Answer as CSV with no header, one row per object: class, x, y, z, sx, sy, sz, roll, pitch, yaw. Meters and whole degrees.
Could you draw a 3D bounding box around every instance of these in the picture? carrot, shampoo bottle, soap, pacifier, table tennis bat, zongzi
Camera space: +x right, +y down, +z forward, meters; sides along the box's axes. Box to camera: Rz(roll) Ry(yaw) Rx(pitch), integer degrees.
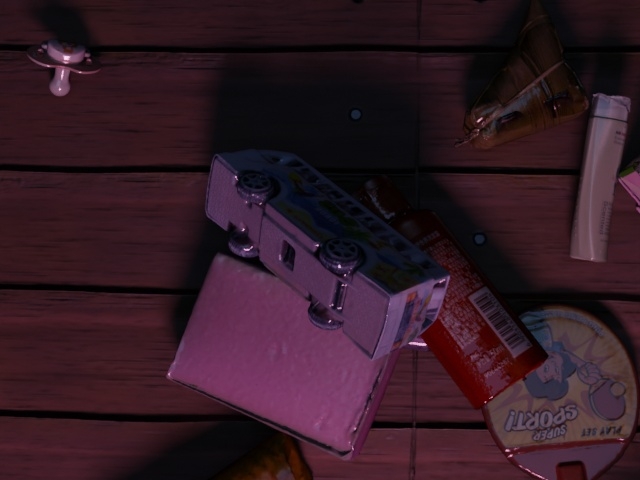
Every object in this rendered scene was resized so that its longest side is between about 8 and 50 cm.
carrot,-0.141,0.360,1.240,0.302,0.114,0.114,-34,82,-3
shampoo bottle,0.355,-0.079,1.274,0.049,0.072,0.212,9,93,37
shampoo bottle,0.148,0.058,1.260,0.118,0.076,0.314,-33,75,-14
soap,-0.042,0.140,1.252,0.259,0.081,0.181,21,90,15
pacifier,-0.349,-0.234,1.360,0.099,0.081,0.078,9,117,-16
table tennis bat,0.307,0.233,1.264,0.200,0.038,0.310,-7,79,5
zongzi,0.231,-0.215,1.299,0.189,0.081,0.178,-19,82,-4

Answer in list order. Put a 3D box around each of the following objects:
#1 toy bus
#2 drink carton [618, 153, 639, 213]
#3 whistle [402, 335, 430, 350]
toy bus,0.000,0.000,1.207,0.136,0.109,0.329,-20,46,-37
drink carton,0.529,-0.111,1.255,0.271,0.108,0.161,-40,82,-2
whistle,0.078,0.120,1.293,0.176,0.033,0.033,7,83,4
